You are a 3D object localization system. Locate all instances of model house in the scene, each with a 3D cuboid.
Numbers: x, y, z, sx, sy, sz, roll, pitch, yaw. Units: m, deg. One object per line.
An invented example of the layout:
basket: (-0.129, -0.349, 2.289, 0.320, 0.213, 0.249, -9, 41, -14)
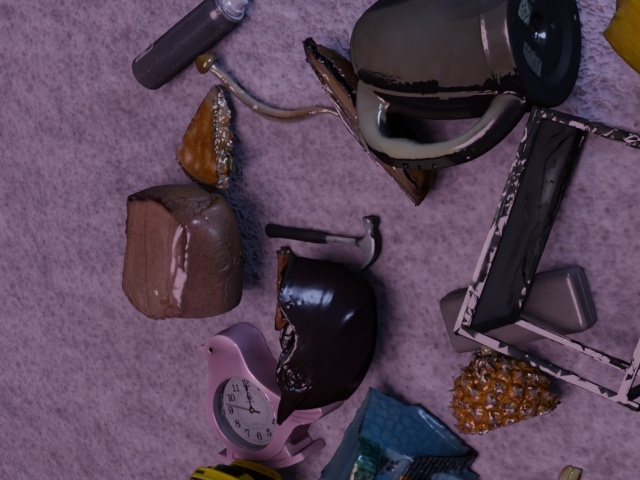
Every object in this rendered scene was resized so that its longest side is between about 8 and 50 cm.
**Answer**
model house: (0.125, 0.448, 1.832, 0.241, 0.226, 0.261, 23, 121, -5)

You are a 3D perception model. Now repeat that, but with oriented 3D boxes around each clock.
clock: (-0.096, 0.298, 2.004, 0.290, 0.080, 0.276, -5, 100, 35)

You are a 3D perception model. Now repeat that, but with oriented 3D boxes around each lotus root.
lotus root: (0.087, -0.208, 1.719, 0.078, 0.167, 0.329, -35, 80, -7)

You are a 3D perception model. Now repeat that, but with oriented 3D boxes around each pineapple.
pineapple: (0.280, 0.222, 1.676, 0.176, 0.161, 0.137, -16, 88, 33)

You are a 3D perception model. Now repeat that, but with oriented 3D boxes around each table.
table: (0.396, 0.020, 1.453, 0.272, 0.222, 0.335, 24, 102, 28)

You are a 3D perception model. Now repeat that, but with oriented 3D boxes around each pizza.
pizza: (-0.202, -0.197, 1.957, 0.185, 0.052, 0.195, 32, 113, 43)

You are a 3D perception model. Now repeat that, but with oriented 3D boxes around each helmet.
helmet: (0.010, 0.174, 1.822, 0.177, 0.225, 0.306, 0, 106, -2)

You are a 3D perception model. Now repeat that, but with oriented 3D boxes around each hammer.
hammer: (0.000, 0.000, 1.887, 0.246, 0.029, 0.103, 5, 105, 35)

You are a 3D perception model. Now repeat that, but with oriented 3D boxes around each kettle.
kettle: (0.182, -0.252, 1.545, 0.324, 0.228, 0.321, -1, 72, 39)

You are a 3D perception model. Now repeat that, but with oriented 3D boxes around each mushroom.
mushroom: (-0.098, -0.255, 1.872, 0.306, 0.043, 0.068, 28, 148, 19)

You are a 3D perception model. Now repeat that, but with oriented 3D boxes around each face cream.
face cream: (-0.235, -0.372, 1.914, 0.283, 0.073, 0.073, -30, 86, 37)

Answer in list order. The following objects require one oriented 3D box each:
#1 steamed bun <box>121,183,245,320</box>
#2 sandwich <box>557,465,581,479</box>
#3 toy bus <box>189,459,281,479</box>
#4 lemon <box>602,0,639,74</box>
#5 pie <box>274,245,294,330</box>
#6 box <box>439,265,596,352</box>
steamed bun: (-0.239, 0.020, 1.954, 0.301, 0.199, 0.252, 17, 105, 57)
sandwich: (0.399, 0.411, 1.716, 0.031, 0.044, 0.083, 22, 112, 33)
toy bus: (-0.137, 0.537, 2.000, 0.144, 0.152, 0.330, 13, 132, 29)
lemon: (0.545, -0.298, 1.244, 0.364, 0.364, 0.364, 10, 109, 32)
pie: (-0.052, 0.095, 1.944, 0.092, 0.034, 0.170, 10, 108, 36)
box: (0.313, 0.112, 1.682, 0.243, 0.055, 0.103, -15, 95, 37)
